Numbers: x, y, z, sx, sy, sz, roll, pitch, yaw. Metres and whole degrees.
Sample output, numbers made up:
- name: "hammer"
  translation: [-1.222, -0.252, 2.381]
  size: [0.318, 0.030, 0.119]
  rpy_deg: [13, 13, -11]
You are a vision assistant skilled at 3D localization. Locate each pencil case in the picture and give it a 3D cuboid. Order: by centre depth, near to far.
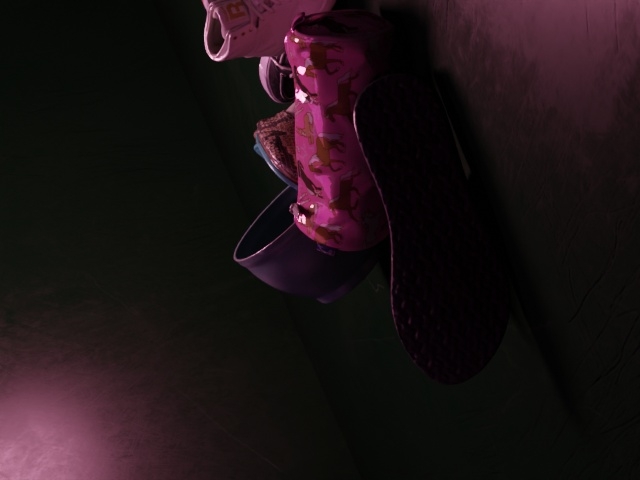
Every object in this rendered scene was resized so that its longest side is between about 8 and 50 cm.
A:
- name: "pencil case"
  translation: [0.035, -0.173, 1.453]
  size: [0.160, 0.167, 0.386]
  rpy_deg: [32, 134, 43]

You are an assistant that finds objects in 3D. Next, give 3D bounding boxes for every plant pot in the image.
- name: "plant pot"
  translation: [0.000, 0.000, 1.824]
  size: [0.196, 0.293, 0.293]
  rpy_deg: [45, 174, -14]

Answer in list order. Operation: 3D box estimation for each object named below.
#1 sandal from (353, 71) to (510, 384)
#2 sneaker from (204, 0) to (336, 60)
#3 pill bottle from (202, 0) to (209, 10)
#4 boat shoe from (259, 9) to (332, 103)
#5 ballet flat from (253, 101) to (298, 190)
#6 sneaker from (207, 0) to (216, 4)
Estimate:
- name: "sandal"
  translation: [0.167, -0.020, 1.318]
  size: [0.107, 0.167, 0.446]
  rpy_deg: [-12, -90, -76]
- name: "sneaker"
  translation: [-0.088, -0.394, 1.542]
  size: [0.292, 0.169, 0.108]
  rpy_deg: [-43, 72, 48]
- name: "pill bottle"
  translation: [-0.219, -0.635, 1.986]
  size: [0.161, 0.161, 0.283]
  rpy_deg: [99, 150, -67]
- name: "boat shoe"
  translation: [-0.034, -0.352, 1.732]
  size: [0.105, 0.113, 0.306]
  rpy_deg: [58, 149, 25]
- name: "ballet flat"
  translation: [-0.038, -0.211, 1.784]
  size: [0.164, 0.182, 0.483]
  rpy_deg: [37, -176, -12]
- name: "sneaker"
  translation: [-0.231, -0.641, 1.834]
  size: [0.185, 0.202, 0.483]
  rpy_deg: [12, -124, -52]
